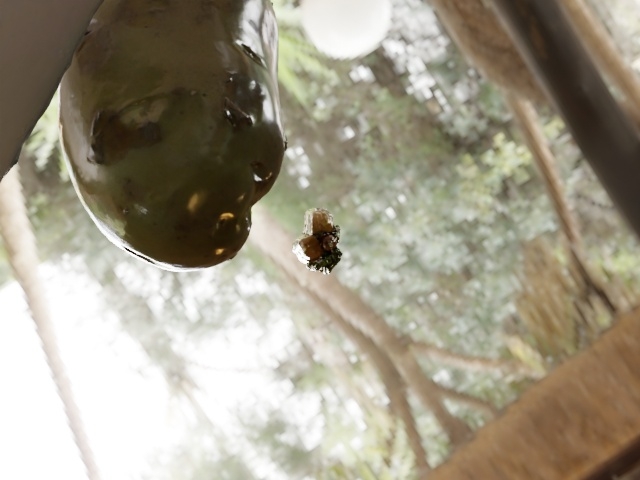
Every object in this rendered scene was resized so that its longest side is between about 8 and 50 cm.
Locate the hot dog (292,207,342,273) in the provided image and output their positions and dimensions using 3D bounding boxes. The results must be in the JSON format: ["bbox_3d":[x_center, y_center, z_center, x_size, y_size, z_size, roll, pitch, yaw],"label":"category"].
[{"bbox_3d":[0.000,0.000,1.268,0.133,0.041,0.056,-149,-98,-86],"label":"hot dog"}]

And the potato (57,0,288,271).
[{"bbox_3d":[-0.108,-0.104,1.021,0.165,0.262,0.165,-6,153,-3],"label":"potato"}]

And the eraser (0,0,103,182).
[{"bbox_3d":[-0.254,-0.150,0.788,0.331,0.331,0.150,-33,164,2],"label":"eraser"}]
